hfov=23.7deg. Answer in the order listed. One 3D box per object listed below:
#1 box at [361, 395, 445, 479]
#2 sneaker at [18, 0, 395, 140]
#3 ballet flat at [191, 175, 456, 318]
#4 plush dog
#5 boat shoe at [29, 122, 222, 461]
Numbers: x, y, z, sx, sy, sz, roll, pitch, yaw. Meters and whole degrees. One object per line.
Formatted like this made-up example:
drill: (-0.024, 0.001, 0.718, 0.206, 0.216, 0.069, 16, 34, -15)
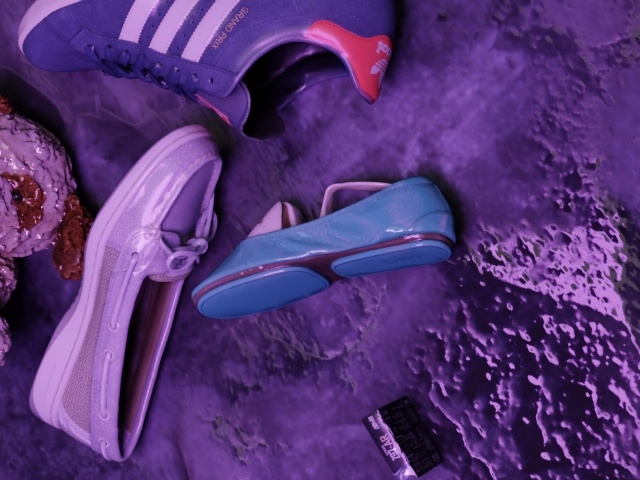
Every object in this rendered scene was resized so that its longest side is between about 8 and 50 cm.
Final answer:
box: (0.071, 0.170, 1.296, 0.018, 0.083, 0.067, -34, 82, 18)
sneaker: (-0.104, -0.156, 1.313, 0.350, 0.131, 0.148, -6, 77, 21)
ballet flat: (0.000, 0.000, 1.327, 0.247, 0.083, 0.087, -16, 63, 21)
plush dog: (-0.326, -0.017, 1.410, 0.225, 0.210, 0.262, -38, 90, 0)
boat shoe: (-0.156, 0.047, 1.361, 0.103, 0.118, 0.320, 32, 107, 16)
